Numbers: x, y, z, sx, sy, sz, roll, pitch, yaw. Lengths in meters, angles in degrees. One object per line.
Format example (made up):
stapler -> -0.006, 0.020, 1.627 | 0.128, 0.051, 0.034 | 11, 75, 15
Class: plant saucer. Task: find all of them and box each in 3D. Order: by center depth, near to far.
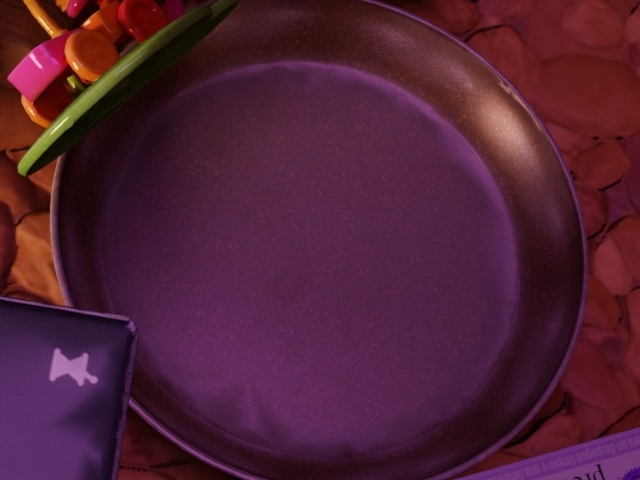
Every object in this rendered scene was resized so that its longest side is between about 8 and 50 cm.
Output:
plant saucer -> 0.000, 0.000, 0.874 | 0.310, 0.050, 0.311 | 6, 66, -13

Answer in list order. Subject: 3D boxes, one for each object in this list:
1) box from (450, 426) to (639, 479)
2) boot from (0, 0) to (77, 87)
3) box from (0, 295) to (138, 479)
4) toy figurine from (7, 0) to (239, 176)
box -> 0.037, 0.171, 0.801 | 0.324, 0.067, 0.063 | -12, 72, -20
boot -> -0.260, -0.218, 0.880 | 0.295, 0.104, 0.211 | 18, 59, -13
box -> -0.193, 0.197, 0.604 | 0.182, 0.294, 0.296 | 11, 65, -10
toy figurine -> -0.144, -0.144, 0.793 | 0.159, 0.130, 0.173 | 49, 42, -4
